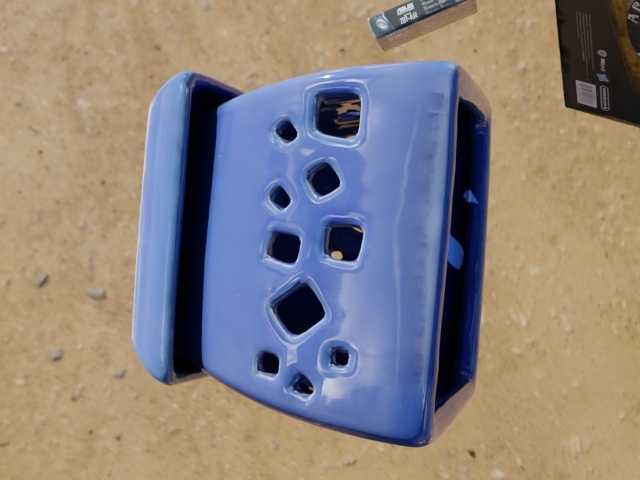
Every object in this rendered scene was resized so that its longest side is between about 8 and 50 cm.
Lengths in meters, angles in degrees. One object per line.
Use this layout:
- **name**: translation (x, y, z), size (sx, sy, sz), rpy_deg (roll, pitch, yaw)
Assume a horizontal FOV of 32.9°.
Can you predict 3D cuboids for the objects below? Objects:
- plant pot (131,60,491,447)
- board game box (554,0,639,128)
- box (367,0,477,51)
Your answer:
- **plant pot**: translation (0.000, 0.000, 0.758), size (0.212, 0.236, 0.235), rpy_deg (5, 91, 15)
- **board game box**: translation (0.144, -0.097, 0.390), size (0.126, 0.186, 0.026), rpy_deg (22, 67, 27)
- **box**: translation (0.081, -0.177, 0.855), size (0.083, 0.067, 0.018), rpy_deg (-22, 88, 10)
